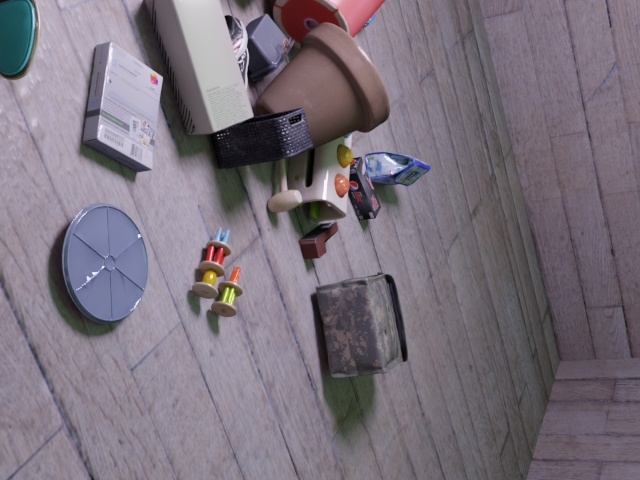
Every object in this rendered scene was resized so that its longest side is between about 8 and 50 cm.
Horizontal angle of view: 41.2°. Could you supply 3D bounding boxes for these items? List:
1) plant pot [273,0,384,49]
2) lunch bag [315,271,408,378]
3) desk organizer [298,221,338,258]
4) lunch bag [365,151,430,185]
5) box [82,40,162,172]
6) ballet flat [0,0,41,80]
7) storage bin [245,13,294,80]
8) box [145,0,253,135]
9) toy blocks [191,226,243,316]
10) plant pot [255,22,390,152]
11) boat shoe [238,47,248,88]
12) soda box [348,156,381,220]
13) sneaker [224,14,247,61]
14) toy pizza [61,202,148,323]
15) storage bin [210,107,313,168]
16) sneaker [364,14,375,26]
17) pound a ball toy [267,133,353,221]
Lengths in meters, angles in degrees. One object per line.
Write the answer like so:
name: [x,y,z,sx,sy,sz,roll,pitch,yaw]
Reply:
plant pot: [0.021,-0.594,2.040,0.275,0.275,0.243,55,48,-42]
lunch bag: [0.121,0.205,2.135,0.287,0.169,0.235,-7,87,-70]
desk organizer: [0.000,0.000,2.075,0.130,0.047,0.050,-38,120,-58]
lunch bag: [0.222,-0.206,2.421,0.129,0.151,0.096,6,79,-62]
box: [-0.343,-0.232,1.492,0.145,0.038,0.186,30,59,-57]
ballet flat: [-0.455,-0.357,1.277,0.086,0.086,0.248,-1,85,-62]
storage bin: [-0.126,-0.437,1.895,0.091,0.098,0.135,52,40,-29]
box: [-0.232,-0.348,1.636,0.113,0.094,0.275,-27,109,-38]
toy blocks: [-0.192,0.060,1.695,0.123,0.054,0.148,52,40,-43]
plant pot: [-0.013,-0.311,1.886,0.229,0.263,0.263,-37,127,-11]
boat shoe: [-0.182,-0.374,1.819,0.038,0.046,0.125,-7,98,-67]
soda box: [0.107,-0.139,2.296,0.169,0.053,0.060,66,33,-30]
sneaker: [-0.203,-0.393,1.756,0.077,0.072,0.178,33,54,-53]
toy pizza: [-0.359,0.038,1.410,0.201,0.032,0.201,17,70,-60]
storage bin: [-0.121,-0.209,1.750,0.122,0.180,0.084,-37,116,-58]
sneaker: [0.105,-0.654,2.365,0.240,0.091,0.126,-35,115,-60]
pound a ball toy: [-0.006,-0.189,2.010,0.208,0.136,0.319,37,52,-54]
